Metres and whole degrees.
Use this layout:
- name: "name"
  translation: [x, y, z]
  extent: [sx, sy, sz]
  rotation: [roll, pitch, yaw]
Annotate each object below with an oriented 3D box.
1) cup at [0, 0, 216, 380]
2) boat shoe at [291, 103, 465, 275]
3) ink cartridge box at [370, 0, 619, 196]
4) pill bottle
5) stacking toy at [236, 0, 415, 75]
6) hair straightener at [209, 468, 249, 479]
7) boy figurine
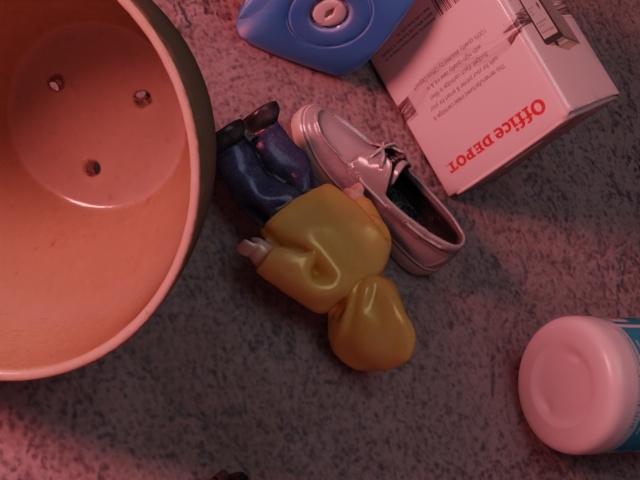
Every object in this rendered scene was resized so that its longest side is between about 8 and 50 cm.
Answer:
- name: "cup"
  translation: [-0.216, -0.082, 1.042]
  extent: [0.331, 0.331, 0.237]
  rotation: [51, 19, -2]
- name: "boat shoe"
  translation: [0.067, -0.065, 1.382]
  extent: [0.227, 0.081, 0.079]
  rotation: [48, 45, -6]
- name: "ink cartridge box"
  translation: [0.172, -0.217, 1.475]
  extent: [0.115, 0.198, 0.272]
  rotation: [-22, 80, -45]
- name: "pill bottle"
  translation: [0.353, 0.157, 1.430]
  extent: [0.264, 0.146, 0.146]
  rotation: [5, 62, -36]
- name: "stacking toy"
  translation: [-0.007, -0.348, 1.464]
  extent: [0.166, 0.175, 0.301]
  rotation: [18, 43, -27]
- name: "hair straightener"
  translation: [-0.119, 0.259, 1.075]
  extent: [0.230, 0.047, 0.089]
  rotation: [-21, 79, -48]
- name: "boy figurine"
  translation: [0.000, 0.000, 1.285]
  extent: [0.285, 0.092, 0.177]
  rotation: [53, 45, -1]
